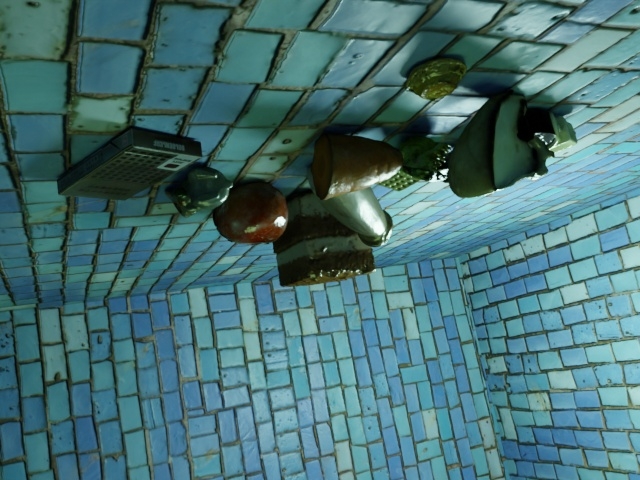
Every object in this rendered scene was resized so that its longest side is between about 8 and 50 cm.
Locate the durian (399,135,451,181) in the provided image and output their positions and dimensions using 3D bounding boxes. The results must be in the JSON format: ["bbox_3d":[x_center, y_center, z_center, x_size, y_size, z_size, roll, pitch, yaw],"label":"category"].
[{"bbox_3d":[0.266,-0.216,1.547,0.132,0.106,0.375,13,-169,-1],"label":"durian"}]

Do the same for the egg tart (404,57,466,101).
[{"bbox_3d":[0.236,-0.322,1.198,0.130,0.052,0.130,-12,167,-3],"label":"egg tart"}]

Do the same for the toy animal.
[{"bbox_3d":[-0.330,-0.114,1.556,0.138,0.108,0.236,-4,168,-32],"label":"toy animal"}]

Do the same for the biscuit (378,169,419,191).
[{"bbox_3d":[0.158,-0.189,1.669,0.231,0.016,0.139,16,163,-20],"label":"biscuit"}]

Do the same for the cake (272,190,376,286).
[{"bbox_3d":[0.000,0.000,1.968,0.256,0.290,0.282,-3,167,-30],"label":"cake"}]

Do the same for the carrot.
[{"bbox_3d":[0.098,-0.185,1.465,0.225,0.159,0.159,-5,167,-23],"label":"carrot"}]

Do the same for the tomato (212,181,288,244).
[{"bbox_3d":[-0.188,-0.094,1.717,0.214,0.180,0.155,-12,154,-34],"label":"tomato"}]

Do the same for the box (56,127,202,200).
[{"bbox_3d":[-0.441,-0.164,1.355,0.325,0.047,0.180,-20,165,38],"label":"box"}]

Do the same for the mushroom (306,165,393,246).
[{"bbox_3d":[0.086,-0.112,1.714,0.154,0.137,0.407,-15,147,19],"label":"mushroom"}]

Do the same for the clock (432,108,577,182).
[{"bbox_3d":[0.499,-0.245,1.674,0.276,0.120,0.379,5,160,-44],"label":"clock"}]

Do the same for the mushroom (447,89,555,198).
[{"bbox_3d":[0.406,-0.228,1.417,0.292,0.217,0.212,-16,-177,-33],"label":"mushroom"}]
